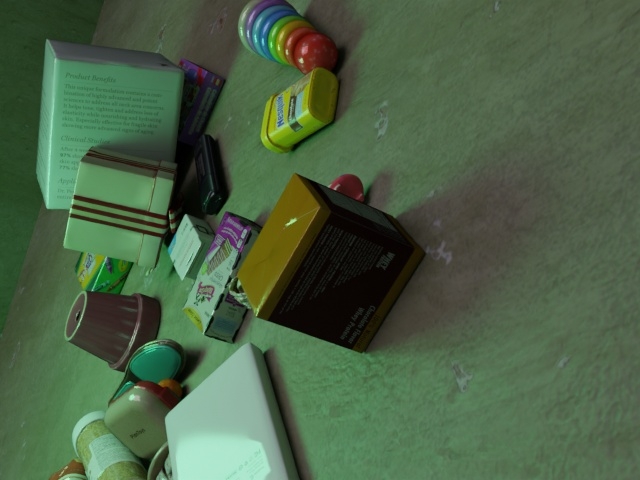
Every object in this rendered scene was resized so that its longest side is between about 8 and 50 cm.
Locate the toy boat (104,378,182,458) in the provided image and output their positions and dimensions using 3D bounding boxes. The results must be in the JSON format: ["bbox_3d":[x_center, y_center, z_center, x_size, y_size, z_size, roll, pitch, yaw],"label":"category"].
[{"bbox_3d":[-0.343,0.350,1.822,0.231,0.151,0.151,-36,11,44],"label":"toy boat"}]

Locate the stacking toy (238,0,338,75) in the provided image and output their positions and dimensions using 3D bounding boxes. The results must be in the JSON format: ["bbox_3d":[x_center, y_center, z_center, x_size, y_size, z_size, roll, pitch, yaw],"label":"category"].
[{"bbox_3d":[-0.062,-0.424,1.858,0.141,0.141,0.330,-62,32,12],"label":"stacking toy"}]

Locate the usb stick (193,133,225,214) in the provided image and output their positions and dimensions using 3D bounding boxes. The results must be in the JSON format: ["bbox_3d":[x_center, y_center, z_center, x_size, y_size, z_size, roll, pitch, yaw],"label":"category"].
[{"bbox_3d":[-0.273,-0.164,2.129,0.077,0.045,0.278,-60,28,29],"label":"usb stick"}]

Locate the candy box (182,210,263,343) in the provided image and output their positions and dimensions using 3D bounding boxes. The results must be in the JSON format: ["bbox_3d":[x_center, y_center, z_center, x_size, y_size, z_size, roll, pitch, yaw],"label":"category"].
[{"bbox_3d":[-0.187,0.071,1.781,0.159,0.071,0.233,30,98,61],"label":"candy box"}]

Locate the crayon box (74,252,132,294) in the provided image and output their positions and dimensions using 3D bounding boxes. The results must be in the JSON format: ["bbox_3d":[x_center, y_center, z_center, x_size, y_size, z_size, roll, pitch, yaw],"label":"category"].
[{"bbox_3d":[-0.634,0.065,2.563,0.165,0.081,0.278,-65,28,6],"label":"crayon box"}]

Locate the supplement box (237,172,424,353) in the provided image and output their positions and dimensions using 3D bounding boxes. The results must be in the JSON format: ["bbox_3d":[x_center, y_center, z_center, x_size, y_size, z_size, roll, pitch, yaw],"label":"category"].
[{"bbox_3d":[0.012,0.036,1.321,0.191,0.194,0.129,-60,29,15],"label":"supplement box"}]

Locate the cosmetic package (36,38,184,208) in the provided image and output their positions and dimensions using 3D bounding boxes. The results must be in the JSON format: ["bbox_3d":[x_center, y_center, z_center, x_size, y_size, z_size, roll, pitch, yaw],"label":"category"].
[{"bbox_3d":[-0.577,-0.309,2.364,0.327,0.329,0.394,-137,53,-61],"label":"cosmetic package"}]

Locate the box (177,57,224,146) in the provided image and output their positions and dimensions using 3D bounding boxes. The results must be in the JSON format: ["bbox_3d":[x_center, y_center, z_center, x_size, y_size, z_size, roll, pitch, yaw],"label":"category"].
[{"bbox_3d":[-0.369,-0.390,2.444,0.201,0.057,0.293,-65,28,9],"label":"box"}]

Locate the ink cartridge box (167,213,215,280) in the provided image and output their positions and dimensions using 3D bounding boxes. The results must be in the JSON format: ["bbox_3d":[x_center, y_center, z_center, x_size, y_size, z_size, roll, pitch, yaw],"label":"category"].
[{"bbox_3d":[-0.288,0.024,2.003,0.104,0.060,0.180,-61,28,12],"label":"ink cartridge box"}]

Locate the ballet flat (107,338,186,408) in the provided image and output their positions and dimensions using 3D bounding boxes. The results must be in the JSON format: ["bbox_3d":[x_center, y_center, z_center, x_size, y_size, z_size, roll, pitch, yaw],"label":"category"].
[{"bbox_3d":[-0.380,0.288,1.947,0.316,0.107,0.106,-44,10,35],"label":"ballet flat"}]

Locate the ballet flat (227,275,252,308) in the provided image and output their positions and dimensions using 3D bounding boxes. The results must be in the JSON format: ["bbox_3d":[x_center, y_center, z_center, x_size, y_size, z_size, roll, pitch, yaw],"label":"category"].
[{"bbox_3d":[-0.093,0.055,1.621,0.241,0.077,0.091,-43,36,38],"label":"ballet flat"}]

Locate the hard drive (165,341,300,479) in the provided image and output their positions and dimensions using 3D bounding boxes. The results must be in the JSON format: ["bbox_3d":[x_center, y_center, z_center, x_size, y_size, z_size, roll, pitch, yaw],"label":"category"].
[{"bbox_3d":[-0.158,0.366,1.493,0.233,0.047,0.353,-42,35,13],"label":"hard drive"}]

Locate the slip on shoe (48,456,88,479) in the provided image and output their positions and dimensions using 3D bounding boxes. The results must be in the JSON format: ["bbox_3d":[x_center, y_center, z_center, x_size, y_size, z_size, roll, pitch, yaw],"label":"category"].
[{"bbox_3d":[-0.655,0.648,2.162,0.331,0.123,0.101,-46,23,28],"label":"slip on shoe"}]

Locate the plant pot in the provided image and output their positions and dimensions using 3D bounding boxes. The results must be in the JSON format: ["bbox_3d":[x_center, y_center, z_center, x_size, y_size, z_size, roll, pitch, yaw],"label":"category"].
[{"bbox_3d":[-0.519,0.210,2.153,0.201,0.180,0.201,-41,37,41],"label":"plant pot"}]

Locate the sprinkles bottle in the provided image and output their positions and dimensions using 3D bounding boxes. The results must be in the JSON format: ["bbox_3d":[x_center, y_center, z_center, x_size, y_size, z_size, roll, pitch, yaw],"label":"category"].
[{"bbox_3d":[-0.448,0.489,1.892,0.355,0.121,0.121,27,95,62],"label":"sprinkles bottle"}]

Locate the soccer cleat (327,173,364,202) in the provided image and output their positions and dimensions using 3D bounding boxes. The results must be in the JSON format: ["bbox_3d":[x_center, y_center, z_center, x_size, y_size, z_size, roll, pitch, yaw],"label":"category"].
[{"bbox_3d":[0.000,0.000,1.499,0.095,0.083,0.248,23,94,67],"label":"soccer cleat"}]

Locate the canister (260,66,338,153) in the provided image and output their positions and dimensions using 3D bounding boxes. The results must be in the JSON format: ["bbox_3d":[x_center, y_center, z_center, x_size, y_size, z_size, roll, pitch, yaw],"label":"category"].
[{"bbox_3d":[-0.041,-0.261,1.760,0.170,0.073,0.126,-24,51,51],"label":"canister"}]

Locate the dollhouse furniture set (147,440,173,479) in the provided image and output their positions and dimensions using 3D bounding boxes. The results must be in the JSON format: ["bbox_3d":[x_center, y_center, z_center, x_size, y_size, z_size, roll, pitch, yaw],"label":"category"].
[{"bbox_3d":[-0.300,0.495,1.572,0.356,0.173,0.303,-66,28,5],"label":"dollhouse furniture set"}]

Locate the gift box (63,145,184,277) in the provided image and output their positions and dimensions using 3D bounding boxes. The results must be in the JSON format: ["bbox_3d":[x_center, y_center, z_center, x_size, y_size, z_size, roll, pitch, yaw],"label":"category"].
[{"bbox_3d":[-0.474,-0.069,2.164,0.255,0.258,0.276,-104,27,-69],"label":"gift box"}]
